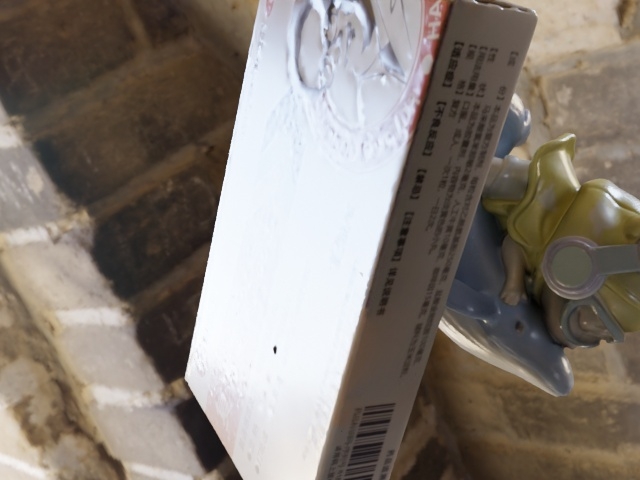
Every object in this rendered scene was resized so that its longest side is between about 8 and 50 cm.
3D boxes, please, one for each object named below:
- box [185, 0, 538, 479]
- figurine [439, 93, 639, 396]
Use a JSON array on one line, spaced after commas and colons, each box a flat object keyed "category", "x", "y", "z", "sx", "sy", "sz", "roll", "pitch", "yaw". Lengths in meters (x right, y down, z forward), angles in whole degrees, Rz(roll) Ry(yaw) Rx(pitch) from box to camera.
[{"category": "box", "x": 0.000, "y": 0.000, "z": 0.547, "sx": 0.069, "sy": 0.353, "sz": 0.214, "roll": 3, "pitch": 24, "yaw": -31}, {"category": "figurine", "x": 0.139, "y": -0.005, "z": 0.544, "sx": 0.184, "sy": 0.208, "sz": 0.128, "roll": -8, "pitch": -11, "yaw": 24}]
